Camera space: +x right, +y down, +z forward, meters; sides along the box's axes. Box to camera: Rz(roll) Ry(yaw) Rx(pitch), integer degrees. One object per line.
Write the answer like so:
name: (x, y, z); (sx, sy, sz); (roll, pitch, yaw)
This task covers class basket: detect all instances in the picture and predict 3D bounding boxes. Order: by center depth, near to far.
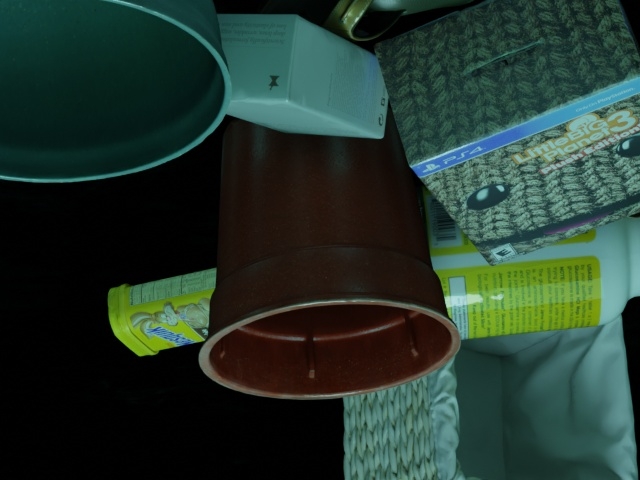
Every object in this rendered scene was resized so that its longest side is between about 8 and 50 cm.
basket: (0.218, 0.220, 2.137); (0.328, 0.331, 0.266); (13, 155, -32)

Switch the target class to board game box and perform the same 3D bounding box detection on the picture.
board game box: (0.220, -0.119, 1.577); (0.232, 0.141, 0.291); (-21, 154, 14)

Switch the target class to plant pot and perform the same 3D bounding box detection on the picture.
plant pot: (-0.226, -0.202, 1.312); (0.293, 0.196, 0.293); (-4, 155, -2)
plant pot: (0.000, 0.000, 1.694); (0.272, 0.265, 0.272); (-4, 154, -2)

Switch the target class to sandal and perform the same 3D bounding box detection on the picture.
sandal: (0.047, -0.218, 1.481); (0.219, 0.060, 0.090); (-6, 154, 3)

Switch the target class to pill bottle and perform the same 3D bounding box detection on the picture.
pill bottle: (0.249, 0.015, 1.856); (0.334, 0.188, 0.188); (-5, 155, 3)

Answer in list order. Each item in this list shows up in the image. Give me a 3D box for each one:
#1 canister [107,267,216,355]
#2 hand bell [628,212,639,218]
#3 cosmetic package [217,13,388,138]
canister: (-0.177, 0.091, 2.078); (0.170, 0.073, 0.126); (-12, 154, 12)
hand bell: (0.447, -0.095, 1.789); (0.242, 0.126, 0.126); (-5, 157, -28)
cosmetic package: (-0.029, -0.152, 1.482); (0.117, 0.085, 0.231); (5, 176, 23)
